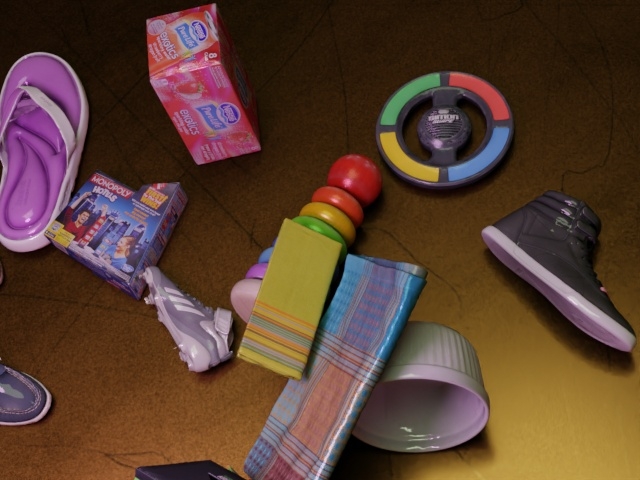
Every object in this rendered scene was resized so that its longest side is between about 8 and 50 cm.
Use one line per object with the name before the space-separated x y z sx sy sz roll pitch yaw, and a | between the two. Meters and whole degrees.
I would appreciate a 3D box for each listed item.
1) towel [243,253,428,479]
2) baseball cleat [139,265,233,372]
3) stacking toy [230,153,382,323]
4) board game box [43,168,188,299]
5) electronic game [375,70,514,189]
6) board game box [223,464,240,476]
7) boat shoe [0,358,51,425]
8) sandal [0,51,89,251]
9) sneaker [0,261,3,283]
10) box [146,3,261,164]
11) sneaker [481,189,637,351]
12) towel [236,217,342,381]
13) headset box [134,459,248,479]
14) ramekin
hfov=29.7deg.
towel | 0.013 0.188 1.676 0.040 0.271 0.370 29 85 -17
baseball cleat | -0.202 0.115 1.908 0.109 0.072 0.206 -22 63 -17
stacking toy | 0.000 0.000 1.899 0.141 0.141 0.330 22 61 22
board game box | -0.322 -0.030 2.007 0.194 0.060 0.194 29 69 24
electronic game | 0.205 -0.184 1.995 0.229 0.048 0.229 -5 60 9
board game box | -0.067 0.439 1.656 0.039 0.124 0.259 -32 60 -4
boat shoe | -0.543 0.217 1.901 0.254 0.079 0.095 21 67 21
sandal | -0.494 -0.178 2.099 0.169 0.102 0.416 -10 60 5
sneaker | -0.597 0.005 2.035 0.066 0.071 0.188 -32 60 -8
box | -0.188 -0.252 1.990 0.122 0.257 0.128 -11 60 7
sneaker | 0.390 0.031 1.803 0.147 0.104 0.296 -42 57 -7
towel | -0.043 0.085 1.763 0.102 0.021 0.237 26 58 -13
headset box | -0.136 0.438 1.546 0.246 0.131 0.283 18 100 46
ramekin | 0.133 0.203 1.708 0.207 0.207 0.109 -6 51 8
